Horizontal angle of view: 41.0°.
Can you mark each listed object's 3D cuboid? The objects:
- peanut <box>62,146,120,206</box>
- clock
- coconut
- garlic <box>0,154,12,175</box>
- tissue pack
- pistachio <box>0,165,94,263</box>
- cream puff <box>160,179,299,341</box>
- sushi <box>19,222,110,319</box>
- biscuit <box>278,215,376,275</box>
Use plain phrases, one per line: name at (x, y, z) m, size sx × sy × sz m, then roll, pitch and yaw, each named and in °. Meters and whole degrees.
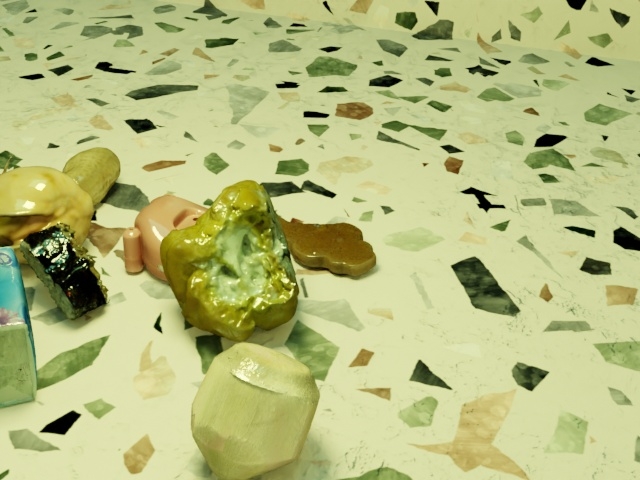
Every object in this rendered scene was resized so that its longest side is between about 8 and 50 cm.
peanut at (-0.614, -0.152, 2.220) m, size 0.137 × 0.122 × 0.253 m, roll 10°, pitch 38°, yaw 11°
clock at (-0.306, -0.004, 1.994) m, size 0.241 × 0.142 × 0.227 m, roll 17°, pitch 36°, yaw 15°
coconut at (-0.122, 0.301, 1.475) m, size 0.224 × 0.234 × 0.224 m, roll 24°, pitch 8°, yaw -3°
garlic at (-0.877, -0.144, 2.179) m, size 0.198 × 0.129 × 0.090 m, roll -6°, pitch 18°, yaw -8°
tissue pack at (-0.635, 0.167, 1.654) m, size 0.146 × 0.198 × 0.263 m, roll -8°, pitch 35°, yaw -20°
pistachio at (-0.684, -0.051, 1.970) m, size 0.321 × 0.229 × 0.238 m, roll -13°, pitch 10°, yaw -10°
cream puff at (-0.193, 0.046, 1.821) m, size 0.269 × 0.323 × 0.274 m, roll -15°, pitch 0°, yaw 3°
sushi at (-0.542, 0.057, 1.827) m, size 0.115 × 0.147 × 0.212 m, roll -34°, pitch 76°, yaw -24°
biscuit at (-0.007, 0.005, 2.081) m, size 0.319 × 0.047 × 0.183 m, roll 14°, pitch 33°, yaw 18°
